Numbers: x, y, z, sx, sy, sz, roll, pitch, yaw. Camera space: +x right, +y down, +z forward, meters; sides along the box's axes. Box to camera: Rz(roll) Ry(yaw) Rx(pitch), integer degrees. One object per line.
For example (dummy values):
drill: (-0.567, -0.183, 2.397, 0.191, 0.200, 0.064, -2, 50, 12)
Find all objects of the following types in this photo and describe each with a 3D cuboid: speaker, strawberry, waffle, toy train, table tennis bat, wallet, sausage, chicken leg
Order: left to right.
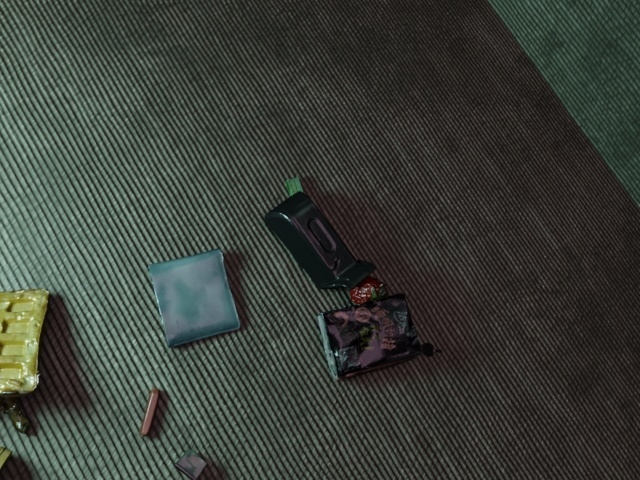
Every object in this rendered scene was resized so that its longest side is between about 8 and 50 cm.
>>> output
waffle: (-0.934, 0.291, 1.503, 0.304, 0.077, 0.348, 0, 48, -19)
chicken leg: (-0.884, 0.464, 1.519, 0.069, 0.085, 0.198, -37, 99, -48)
sausage: (-0.520, 0.524, 1.630, 0.035, 0.030, 0.147, 13, 68, -12)
wallet: (-0.416, 0.184, 1.772, 0.251, 0.054, 0.290, -14, 77, -20)
toy train: (-0.095, -0.194, 2.014, 0.056, 0.038, 0.093, -15, 76, -15)
speaker: (0.000, 0.000, 1.879, 0.180, 0.184, 0.388, -39, 91, -25)
strawberry: (0.163, 0.166, 1.865, 0.140, 0.192, 0.085, -11, 101, 12)
table tennis bat: (0.410, 0.405, 1.971, 0.083, 0.007, 0.050, 10, 68, -12)

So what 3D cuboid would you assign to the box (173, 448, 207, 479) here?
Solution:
box: (-0.389, 0.674, 1.604, 0.084, 0.060, 0.063, 39, 60, 0)

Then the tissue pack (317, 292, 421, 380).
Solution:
tissue pack: (0.170, 0.334, 1.865, 0.332, 0.123, 0.245, -12, 80, -17)

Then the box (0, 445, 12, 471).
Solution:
box: (-0.881, 0.614, 1.447, 0.037, 0.105, 0.105, 30, 65, -11)
